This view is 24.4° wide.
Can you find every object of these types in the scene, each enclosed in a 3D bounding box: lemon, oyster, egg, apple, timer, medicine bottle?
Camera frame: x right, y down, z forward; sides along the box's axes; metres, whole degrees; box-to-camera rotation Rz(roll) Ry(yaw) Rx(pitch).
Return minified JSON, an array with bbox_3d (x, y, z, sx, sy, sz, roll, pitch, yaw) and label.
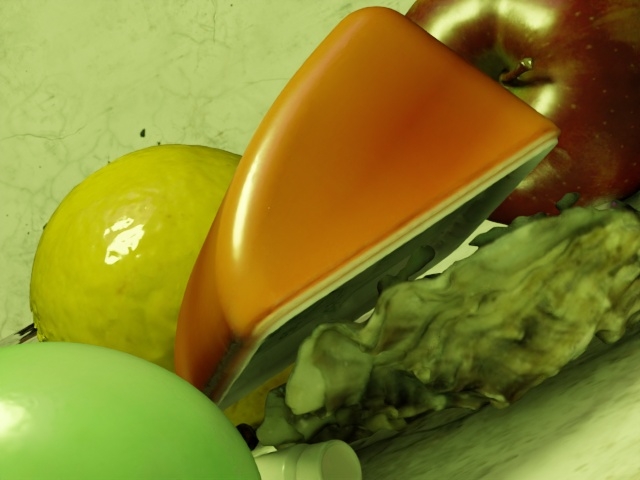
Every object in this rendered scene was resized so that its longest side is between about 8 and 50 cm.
[{"bbox_3d":[-0.127,0.051,1.362,0.297,0.297,0.297,-29,8,4],"label":"lemon"},{"bbox_3d":[0.110,0.062,1.037,0.351,0.115,0.238,-21,-8,4],"label":"oyster"},{"bbox_3d":[-0.161,0.172,0.910,0.269,0.220,0.220,-9,16,24],"label":"egg"},{"bbox_3d":[0.214,-0.151,1.442,0.288,0.288,0.317,-26,-4,25],"label":"apple"},{"bbox_3d":[0.000,0.000,1.014,0.250,0.161,0.257,-49,-3,-23],"label":"timer"},{"bbox_3d":[-0.017,0.169,1.030,0.089,0.052,0.052,-23,10,40],"label":"medicine bottle"}]

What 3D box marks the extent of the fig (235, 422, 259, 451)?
[{"bbox_3d":[-0.170,0.192,1.093,0.274,0.146,0.170,-27,0,11],"label":"fig"}]
